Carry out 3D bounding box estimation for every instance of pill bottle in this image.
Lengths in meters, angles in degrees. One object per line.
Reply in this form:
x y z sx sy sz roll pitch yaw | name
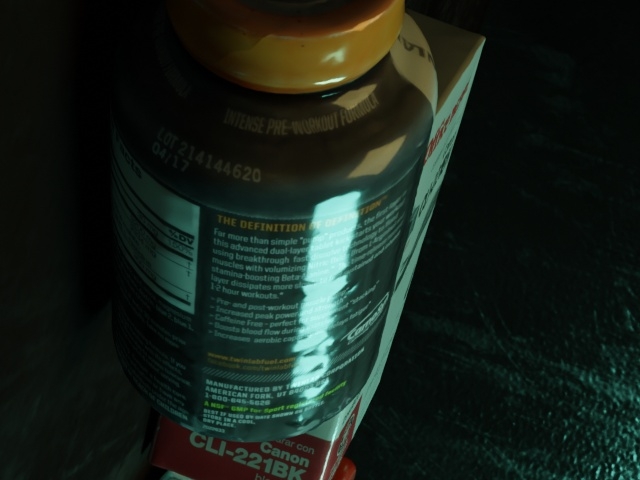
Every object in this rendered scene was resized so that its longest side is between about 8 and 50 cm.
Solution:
-0.023 -0.029 0.622 0.246 0.130 0.130 100 11 -52 | pill bottle

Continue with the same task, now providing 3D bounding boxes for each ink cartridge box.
0.000 0.000 0.926 0.197 0.114 0.273 -55 162 -63 | ink cartridge box

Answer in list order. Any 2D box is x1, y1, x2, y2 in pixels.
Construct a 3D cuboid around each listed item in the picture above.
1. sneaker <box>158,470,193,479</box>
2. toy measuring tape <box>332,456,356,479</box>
-0.112 0.246 0.931 0.115 0.105 0.281 -40 -166 35 | sneaker
-0.006 0.132 1.187 0.121 0.121 0.330 93 22 -65 | toy measuring tape
